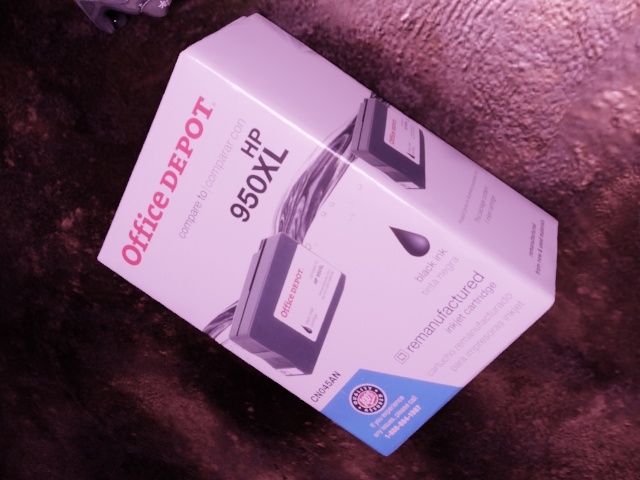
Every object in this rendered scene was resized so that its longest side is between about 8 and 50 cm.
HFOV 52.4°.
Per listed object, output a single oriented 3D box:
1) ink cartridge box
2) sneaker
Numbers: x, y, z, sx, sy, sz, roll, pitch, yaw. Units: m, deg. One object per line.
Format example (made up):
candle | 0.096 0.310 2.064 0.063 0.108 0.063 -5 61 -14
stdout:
ink cartridge box | 0.000 0.000 0.694 0.394 0.166 0.285 34 125 -1
sneaker | -0.169 -0.284 0.648 0.234 0.078 0.106 -21 113 33
